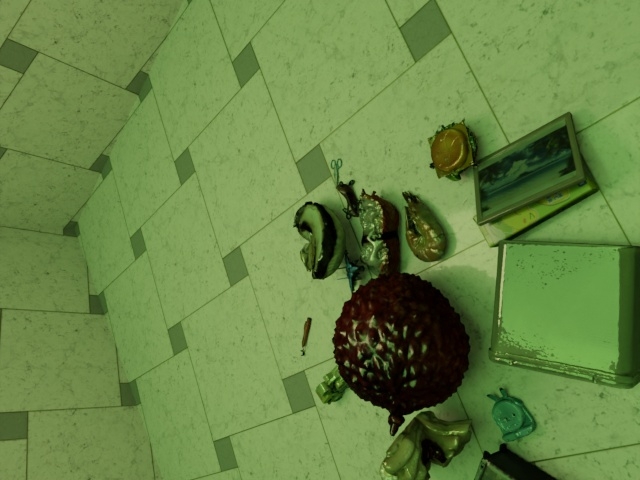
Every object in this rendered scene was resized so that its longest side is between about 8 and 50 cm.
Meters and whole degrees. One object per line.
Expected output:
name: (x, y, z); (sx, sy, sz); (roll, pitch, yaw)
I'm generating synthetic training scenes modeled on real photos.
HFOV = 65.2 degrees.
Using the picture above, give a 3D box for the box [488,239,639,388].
box: (0.643, 0.176, 1.321); (0.352, 0.178, 0.343); (4, 93, 43)

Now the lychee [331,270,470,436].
lychee: (0.240, 0.334, 1.518); (0.425, 0.425, 0.499); (-27, 48, 40)

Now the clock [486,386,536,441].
clock: (0.560, 0.515, 1.493); (0.108, 0.045, 0.147); (-42, 64, 33)

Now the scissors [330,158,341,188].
scissors: (0.061, -0.258, 1.945); (0.058, 0.014, 0.119); (-4, 85, 43)

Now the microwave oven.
microwave oven: (0.567, 0.725, 1.402); (0.248, 0.188, 0.177); (25, 102, 44)

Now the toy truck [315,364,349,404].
toy truck: (0.054, 0.543, 1.907); (0.085, 0.116, 0.191); (53, 123, 30)

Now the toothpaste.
toothpaste: (0.598, -0.101, 1.417); (0.327, 0.077, 0.110); (-37, 66, 37)

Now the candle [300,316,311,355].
candle: (-0.064, 0.399, 2.074); (0.026, 0.021, 0.167); (15, 101, 20)

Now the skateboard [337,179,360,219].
skateboard: (0.106, -0.149, 1.881); (0.080, 0.067, 0.151); (-38, 70, 47)

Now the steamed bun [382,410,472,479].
steamed bun: (0.338, 0.624, 1.522); (0.190, 0.428, 0.247); (21, 75, 23)

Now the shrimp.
shrimp: (0.330, -0.050, 1.679); (0.145, 0.061, 0.266); (-41, 67, 46)

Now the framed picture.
framed picture: (0.567, -0.195, 1.399); (0.315, 0.024, 0.231); (-31, 43, 44)

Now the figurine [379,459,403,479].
figurine: (0.271, 0.925, 1.711); (0.275, 0.226, 0.393); (2, 80, 12)

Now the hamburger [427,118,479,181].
hamburger: (0.421, -0.276, 1.559); (0.164, 0.093, 0.189); (-3, 87, 51)

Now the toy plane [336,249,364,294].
toy plane: (0.116, 0.107, 1.794); (0.246, 0.078, 0.169); (142, 120, -74)

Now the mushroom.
mushroom: (0.002, 0.000, 1.891); (0.344, 0.130, 0.247); (-119, 42, -54)

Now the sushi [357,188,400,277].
sushi: (0.202, -0.017, 1.749); (0.130, 0.124, 0.331); (1, 94, 35)
